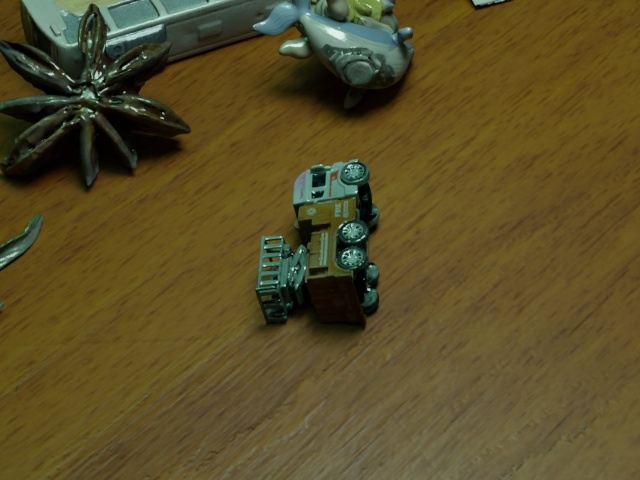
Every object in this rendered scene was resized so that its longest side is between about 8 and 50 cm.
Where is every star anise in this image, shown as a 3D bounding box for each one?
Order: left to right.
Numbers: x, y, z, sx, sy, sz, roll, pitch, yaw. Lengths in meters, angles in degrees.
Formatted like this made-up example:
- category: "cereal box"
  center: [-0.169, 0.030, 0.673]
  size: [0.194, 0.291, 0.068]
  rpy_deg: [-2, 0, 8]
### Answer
- category: "star anise"
  center: [-0.268, -0.157, 1.681]
  size: [0.229, 0.093, 0.236]
  rpy_deg: [40, 85, 0]

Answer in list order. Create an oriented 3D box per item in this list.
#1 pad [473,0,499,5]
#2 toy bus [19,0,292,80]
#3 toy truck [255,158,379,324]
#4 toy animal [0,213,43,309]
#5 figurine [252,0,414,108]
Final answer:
- category: "pad"
  center: [0.272, -0.396, 1.907]
  size: [0.232, 0.004, 0.156]
  rpy_deg: [-18, 85, -17]
- category: "toy bus"
  center: [-0.186, -0.285, 1.830]
  size: [0.343, 0.097, 0.138]
  rpy_deg: [-20, 55, -18]
- category: "toy truck"
  center: [0.000, 0.001, 1.555]
  size: [0.115, 0.080, 0.177]
  rpy_deg: [-5, 47, 11]
- category: "toy animal"
  center: [-0.346, 0.042, 1.557]
  size: [0.075, 0.041, 0.217]
  rpy_deg: [28, 49, 28]
- category: "figurine"
  center: [0.028, -0.248, 1.744]
  size: [0.208, 0.128, 0.183]
  rpy_deg: [23, 34, -34]
